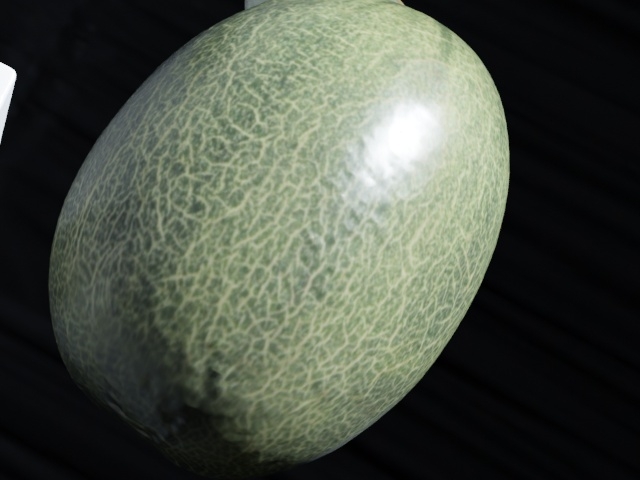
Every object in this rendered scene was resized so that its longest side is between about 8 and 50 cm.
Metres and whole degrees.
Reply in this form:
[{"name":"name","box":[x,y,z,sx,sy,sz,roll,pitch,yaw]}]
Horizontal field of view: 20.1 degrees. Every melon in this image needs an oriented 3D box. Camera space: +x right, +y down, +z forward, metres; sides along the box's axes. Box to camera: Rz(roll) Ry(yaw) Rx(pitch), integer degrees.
[{"name":"melon","box":[-0.022,-0.009,1.064,0.301,0.237,0.237,-53,160,-9]}]

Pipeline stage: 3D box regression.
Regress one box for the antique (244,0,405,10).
[{"name":"antique","box":[0.015,-0.218,1.952,0.147,0.148,0.152,-27,133,20]}]

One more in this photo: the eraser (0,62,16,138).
[{"name":"eraser","box":[-0.229,-0.026,0.999,0.298,0.076,0.078,133,-19,-69]}]
